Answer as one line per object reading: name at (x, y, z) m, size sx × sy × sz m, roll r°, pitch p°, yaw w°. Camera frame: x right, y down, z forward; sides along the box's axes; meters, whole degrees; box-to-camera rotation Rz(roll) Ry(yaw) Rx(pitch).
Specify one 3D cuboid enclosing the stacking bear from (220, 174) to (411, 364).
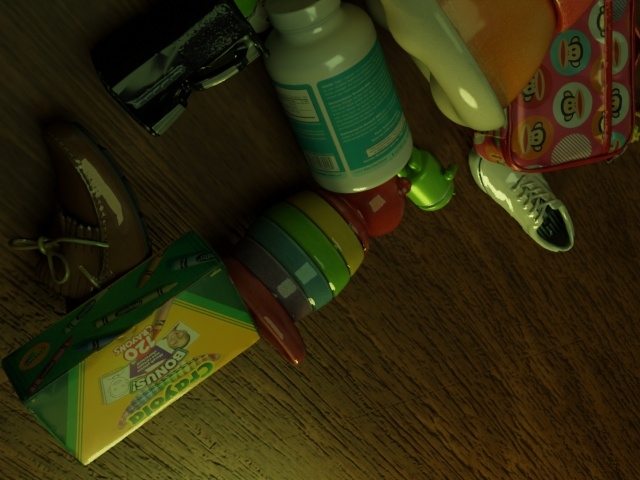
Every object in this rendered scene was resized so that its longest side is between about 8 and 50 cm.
stacking bear at (0.000, 0.000, 1.401) m, size 0.289 × 0.175 × 0.164 m, roll -42°, pitch 125°, yaw -13°

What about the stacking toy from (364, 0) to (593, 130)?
stacking toy at (0.264, -0.384, 1.141) m, size 0.480 × 0.351 × 0.350 m, roll -35°, pitch 130°, yaw 8°

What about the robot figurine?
robot figurine at (0.151, -0.089, 1.482) m, size 0.101 × 0.067 × 0.115 m, roll -28°, pitch 133°, yaw 23°

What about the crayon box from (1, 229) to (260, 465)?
crayon box at (-0.225, 0.133, 1.246) m, size 0.278 × 0.081 × 0.165 m, roll -36°, pitch 140°, yaw -12°

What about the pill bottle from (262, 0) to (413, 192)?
pill bottle at (0.017, -0.200, 1.292) m, size 0.146 × 0.146 × 0.264 m, roll -31°, pitch 128°, yaw -10°

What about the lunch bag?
lunch bag at (0.343, -0.251, 1.432) m, size 0.258 × 0.120 × 0.293 m, roll -11°, pitch 107°, yaw -19°

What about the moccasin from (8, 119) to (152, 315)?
moccasin at (-0.297, 0.028, 1.268) m, size 0.147 × 0.139 × 0.380 m, roll -23°, pitch 136°, yaw -27°

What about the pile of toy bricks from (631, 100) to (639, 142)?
pile of toy bricks at (0.450, -0.191, 1.565) m, size 0.212 × 0.105 × 0.118 m, roll 25°, pitch 103°, yaw -37°

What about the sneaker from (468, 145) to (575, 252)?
sneaker at (0.326, -0.073, 1.574) m, size 0.094 × 0.091 × 0.258 m, roll -49°, pitch 129°, yaw 4°

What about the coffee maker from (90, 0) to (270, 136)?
coffee maker at (-0.178, -0.235, 1.182) m, size 0.178 × 0.120 × 0.171 m, roll -36°, pitch 107°, yaw 3°

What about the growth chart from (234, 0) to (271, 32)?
growth chart at (-0.080, -0.358, 1.226) m, size 0.172 × 0.021 × 0.237 m, roll 28°, pitch 102°, yaw -39°
